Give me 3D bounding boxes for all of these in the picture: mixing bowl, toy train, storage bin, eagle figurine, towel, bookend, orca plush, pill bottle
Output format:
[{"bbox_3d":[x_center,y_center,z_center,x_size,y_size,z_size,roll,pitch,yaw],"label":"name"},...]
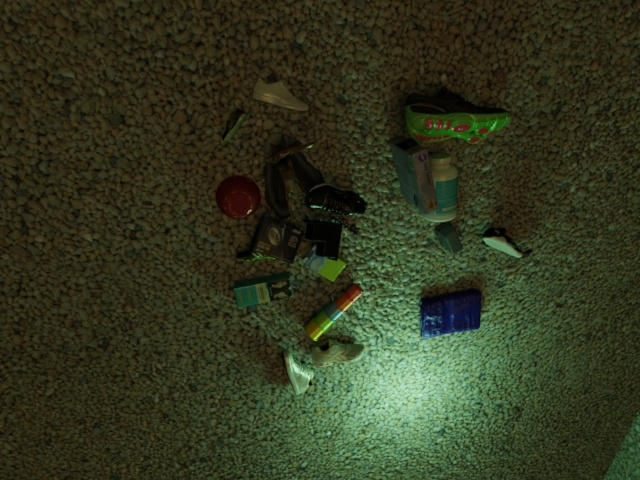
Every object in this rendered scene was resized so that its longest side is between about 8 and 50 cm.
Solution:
[{"bbox_3d":[-0.319,-0.153,1.758,0.181,0.098,0.182,-5,115,-10],"label":"mixing bowl"},{"bbox_3d":[0.102,-0.075,1.915,0.158,0.027,0.036,33,101,-23],"label":"toy train"},{"bbox_3d":[0.571,-0.004,2.004,0.098,0.091,0.135,-29,116,3],"label":"storage bin"},{"bbox_3d":[-0.117,-0.241,1.734,0.226,0.225,0.298,18,153,23],"label":"eagle figurine"},{"bbox_3d":[0.636,0.365,2.196,0.307,0.076,0.228,-11,117,-6],"label":"towel"},{"bbox_3d":[0.000,0.000,1.853,0.156,0.072,0.158,4,96,-36],"label":"bookend"},{"bbox_3d":[0.851,-0.008,2.054,0.286,0.151,0.102,20,78,-16],"label":"orca plush"},{"bbox_3d":[0.490,-0.220,1.857,0.146,0.146,0.264,-10,116,-6],"label":"pill bottle"}]

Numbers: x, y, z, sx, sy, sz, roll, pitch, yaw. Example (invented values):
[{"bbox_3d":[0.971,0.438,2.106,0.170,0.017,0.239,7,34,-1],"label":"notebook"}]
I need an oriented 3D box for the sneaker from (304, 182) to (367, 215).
[{"bbox_3d":[0.071,-0.151,1.752,0.283,0.124,0.107,-5,124,-42],"label":"sneaker"}]

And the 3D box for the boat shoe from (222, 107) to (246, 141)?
[{"bbox_3d":[-0.325,-0.424,1.664,0.042,0.049,0.133,40,111,4],"label":"boat shoe"}]

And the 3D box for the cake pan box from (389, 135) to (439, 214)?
[{"bbox_3d":[0.361,-0.262,1.758,0.070,0.246,0.267,-22,115,-5],"label":"cake pan box"}]

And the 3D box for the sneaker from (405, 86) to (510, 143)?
[{"bbox_3d":[0.528,-0.488,1.710,0.481,0.203,0.185,-4,159,-29],"label":"sneaker"}]

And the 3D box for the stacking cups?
[{"bbox_3d":[0.058,0.315,2.060,0.096,0.096,0.316,40,98,-24],"label":"stacking cups"}]

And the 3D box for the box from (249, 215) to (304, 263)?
[{"bbox_3d":[-0.179,-0.002,1.842,0.180,0.077,0.148,21,88,-19],"label":"box"}]

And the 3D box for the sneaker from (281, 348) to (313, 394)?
[{"bbox_3d":[-0.106,0.612,2.161,0.122,0.106,0.290,-21,126,-8],"label":"sneaker"}]

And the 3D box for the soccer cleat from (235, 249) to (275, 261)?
[{"bbox_3d":[-0.266,0.047,1.888,0.178,0.060,0.073,-4,106,-16],"label":"soccer cleat"}]

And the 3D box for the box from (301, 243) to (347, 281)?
[{"bbox_3d":[0.014,0.092,1.966,0.178,0.042,0.109,32,104,-22],"label":"box"}]

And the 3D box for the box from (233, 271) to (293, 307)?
[{"bbox_3d":[-0.248,0.215,1.963,0.243,0.060,0.101,-11,116,-6],"label":"box"}]

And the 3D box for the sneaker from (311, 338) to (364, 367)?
[{"bbox_3d":[0.083,0.521,2.153,0.262,0.099,0.121,-10,112,-7],"label":"sneaker"}]

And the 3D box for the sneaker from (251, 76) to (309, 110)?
[{"bbox_3d":[-0.136,-0.530,1.636,0.212,0.080,0.094,13,100,-15],"label":"sneaker"}]
